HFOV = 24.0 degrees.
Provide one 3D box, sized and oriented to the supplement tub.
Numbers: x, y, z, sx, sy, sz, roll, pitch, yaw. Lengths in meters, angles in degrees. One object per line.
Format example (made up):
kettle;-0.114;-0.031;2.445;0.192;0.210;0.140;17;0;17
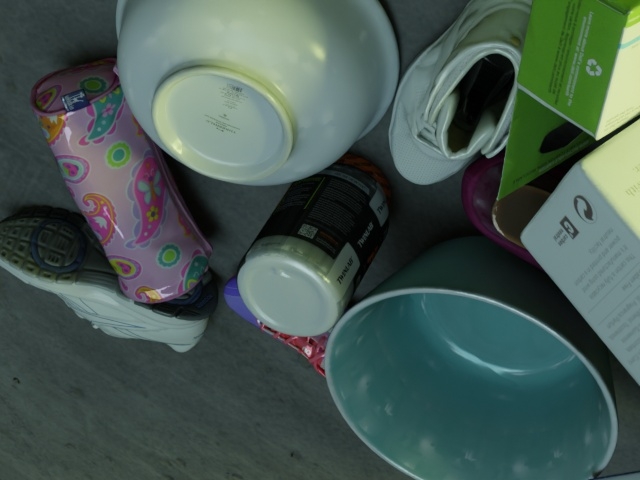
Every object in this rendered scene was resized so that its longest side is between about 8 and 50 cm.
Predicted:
supplement tub;0.000;0.000;1.563;0.117;0.190;0.117;15;134;17

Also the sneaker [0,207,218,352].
sneaker;-0.270;0.060;1.822;0.297;0.111;0.129;23;141;9

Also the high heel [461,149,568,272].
high heel;0.313;0.021;1.490;0.377;0.181;0.127;33;99;-11

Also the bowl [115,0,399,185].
bowl;-0.079;-0.152;1.483;0.298;0.134;0.297;10;137;9

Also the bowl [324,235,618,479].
bowl;0.177;0.117;1.595;0.312;0.163;0.311;14;134;16

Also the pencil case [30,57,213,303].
pencil case;-0.216;-0.067;1.668;0.124;0.124;0.284;-2;126;29

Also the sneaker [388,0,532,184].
sneaker;0.121;-0.120;1.411;0.108;0.169;0.292;29;137;-1

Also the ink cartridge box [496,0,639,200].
ink cartridge box;0.261;-0.144;1.289;0.097;0.189;0.255;38;143;31

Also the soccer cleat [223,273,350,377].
soccer cleat;-0.004;0.108;1.730;0.248;0.095;0.083;23;135;7

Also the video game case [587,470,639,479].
video game case;0.449;0.264;1.548;0.244;0.061;0.269;-17;159;38

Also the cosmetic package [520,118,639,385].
cosmetic package;0.409;0.084;1.268;0.453;0.230;0.161;52;157;12
